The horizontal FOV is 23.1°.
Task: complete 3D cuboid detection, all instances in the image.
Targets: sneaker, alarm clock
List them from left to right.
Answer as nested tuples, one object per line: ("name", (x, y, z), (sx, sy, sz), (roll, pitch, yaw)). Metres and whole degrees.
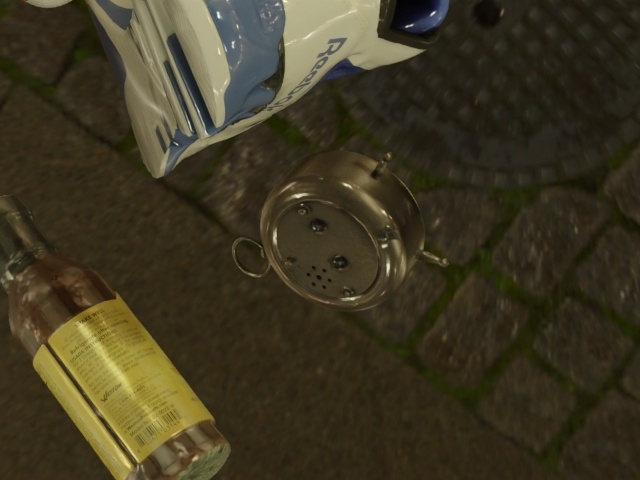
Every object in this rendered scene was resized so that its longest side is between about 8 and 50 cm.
("sneaker", (-0.026, -0.127, 0.932), (0.182, 0.315, 0.127), (-21, 97, -15))
("alarm clock", (0.000, 0.000, 1.281), (0.192, 0.064, 0.129), (-15, 113, 39))

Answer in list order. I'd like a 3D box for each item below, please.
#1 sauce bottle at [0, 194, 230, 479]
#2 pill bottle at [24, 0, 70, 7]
("sauce bottle", (-0.224, 0.101, 1.514), (0.111, 0.111, 0.344), (-42, 74, 12))
("pill bottle", (-0.265, -0.302, 1.236), (0.323, 0.181, 0.181), (24, 103, -21))
